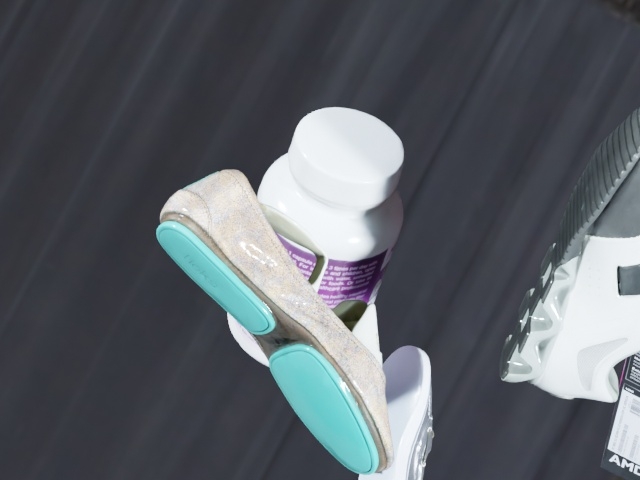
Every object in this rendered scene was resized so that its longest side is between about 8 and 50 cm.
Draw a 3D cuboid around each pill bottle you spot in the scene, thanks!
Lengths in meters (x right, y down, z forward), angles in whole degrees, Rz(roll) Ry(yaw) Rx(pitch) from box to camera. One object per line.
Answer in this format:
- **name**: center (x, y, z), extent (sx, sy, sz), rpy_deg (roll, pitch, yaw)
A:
- **pill bottle**: center (0.000, 0.000, 1.800), extent (0.169, 0.169, 0.301), rpy_deg (28, -46, 10)

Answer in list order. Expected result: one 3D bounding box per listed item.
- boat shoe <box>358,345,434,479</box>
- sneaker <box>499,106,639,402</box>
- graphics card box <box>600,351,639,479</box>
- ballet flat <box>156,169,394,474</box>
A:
- **boat shoe**: center (0.102, 0.244, 1.884), extent (0.080, 0.228, 0.076), rpy_deg (-1, -15, 40)
- **sneaker**: center (0.300, 0.020, 1.531), extent (0.146, 0.330, 0.122), rpy_deg (20, 34, -1)
- **graphics card box**: center (0.446, 0.093, 1.839), extent (0.094, 0.233, 0.371), rpy_deg (23, -49, 25)
- **ballet flat**: center (-0.012, 0.065, 1.392), extent (0.316, 0.106, 0.107), rpy_deg (53, -32, -17)
